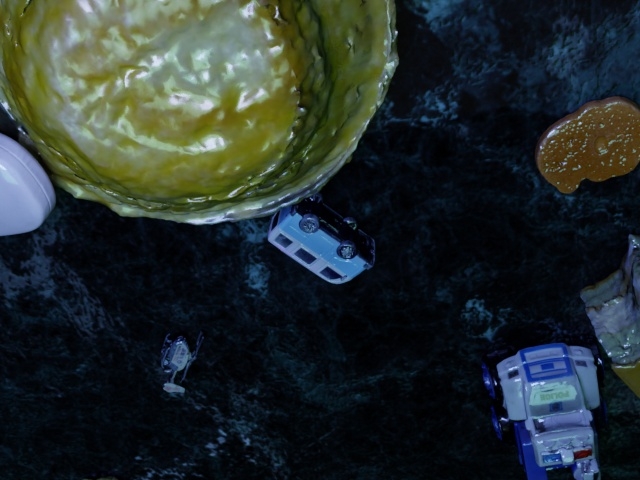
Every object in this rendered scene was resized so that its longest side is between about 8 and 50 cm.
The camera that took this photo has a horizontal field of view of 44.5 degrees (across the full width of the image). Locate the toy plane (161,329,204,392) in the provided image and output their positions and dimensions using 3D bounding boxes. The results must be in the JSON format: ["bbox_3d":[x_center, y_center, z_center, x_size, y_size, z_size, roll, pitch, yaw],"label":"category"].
[{"bbox_3d":[-0.197,0.166,1.078,0.049,0.031,0.121,13,122,-19],"label":"toy plane"}]

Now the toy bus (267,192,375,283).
[{"bbox_3d":[0.000,0.000,0.939,0.123,0.060,0.075,35,123,-20],"label":"toy bus"}]

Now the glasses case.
[{"bbox_3d":[-0.414,-0.059,0.845,0.296,0.075,0.113,1,135,27],"label":"glasses case"}]

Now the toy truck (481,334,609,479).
[{"bbox_3d":[0.312,0.242,1.041,0.161,0.177,0.213,-12,126,10],"label":"toy truck"}]

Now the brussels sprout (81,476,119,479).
[{"bbox_3d":[-0.342,0.400,1.233,0.085,0.058,0.085,16,156,8],"label":"brussels sprout"}]

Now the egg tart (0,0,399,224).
[{"bbox_3d":[-0.138,-0.170,0.744,0.443,0.178,0.443,-1,126,-1],"label":"egg tart"}]

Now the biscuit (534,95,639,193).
[{"bbox_3d":[0.308,-0.109,0.883,0.130,0.019,0.102,-25,121,18],"label":"biscuit"}]

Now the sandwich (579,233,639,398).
[{"bbox_3d":[0.425,0.131,0.976,0.198,0.155,0.227,11,125,-6],"label":"sandwich"}]
